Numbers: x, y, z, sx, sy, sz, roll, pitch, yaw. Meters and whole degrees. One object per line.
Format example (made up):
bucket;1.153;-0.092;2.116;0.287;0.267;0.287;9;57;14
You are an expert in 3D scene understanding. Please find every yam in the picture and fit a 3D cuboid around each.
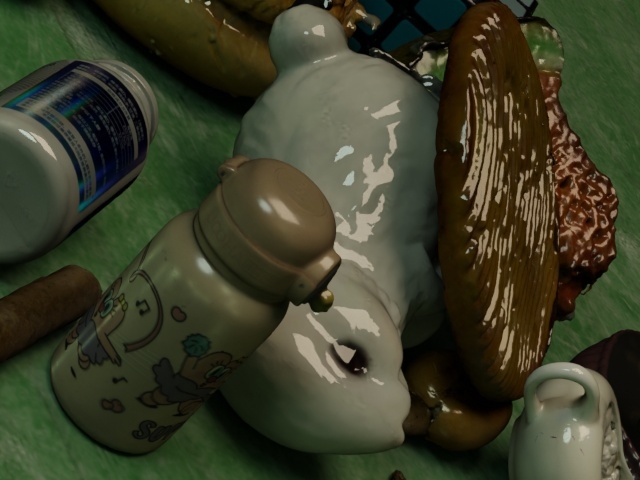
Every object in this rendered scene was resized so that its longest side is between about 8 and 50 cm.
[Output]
yam;-0.220;0.075;1.021;0.045;0.045;0.327;64;27;-5

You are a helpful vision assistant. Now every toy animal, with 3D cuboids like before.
toy animal;0.000;0.000;1.294;0.258;0.194;0.357;47;34;-17

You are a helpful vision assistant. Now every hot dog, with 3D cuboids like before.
hot dog;0.099;0.131;1.368;0.090;0.060;0.140;48;18;10

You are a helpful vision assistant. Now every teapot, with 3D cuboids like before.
teapot;0.197;0.168;1.365;0.226;0.092;0.145;66;27;-47

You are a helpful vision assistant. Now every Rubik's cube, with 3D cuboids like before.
Rubik's cube;0.101;-0.219;1.741;0.162;0.160;0.163;42;27;-4

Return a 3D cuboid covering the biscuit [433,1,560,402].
biscuit;0.145;-0.031;1.362;0.318;0.040;0.318;-3;90;-71

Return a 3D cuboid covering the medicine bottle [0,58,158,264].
medicine bottle;-0.183;-0.063;1.194;0.107;0.107;0.191;43;27;-2

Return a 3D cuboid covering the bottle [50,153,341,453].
bottle;-0.071;0.042;1.088;0.110;0.209;0.097;45;28;1

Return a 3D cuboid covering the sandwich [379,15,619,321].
sandwich;0.148;-0.051;1.594;0.250;0.162;0.301;-34;96;-31

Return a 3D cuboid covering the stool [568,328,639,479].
stool;0.363;0.162;1.543;0.272;0.178;0.272;31;30;-20

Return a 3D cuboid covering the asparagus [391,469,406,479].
asparagus;0.054;0.213;1.230;0.016;0.016;0.163;20;32;-5

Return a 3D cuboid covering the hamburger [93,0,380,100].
hamburger;-0.089;-0.264;1.537;0.314;0.170;0.290;42;30;-7
